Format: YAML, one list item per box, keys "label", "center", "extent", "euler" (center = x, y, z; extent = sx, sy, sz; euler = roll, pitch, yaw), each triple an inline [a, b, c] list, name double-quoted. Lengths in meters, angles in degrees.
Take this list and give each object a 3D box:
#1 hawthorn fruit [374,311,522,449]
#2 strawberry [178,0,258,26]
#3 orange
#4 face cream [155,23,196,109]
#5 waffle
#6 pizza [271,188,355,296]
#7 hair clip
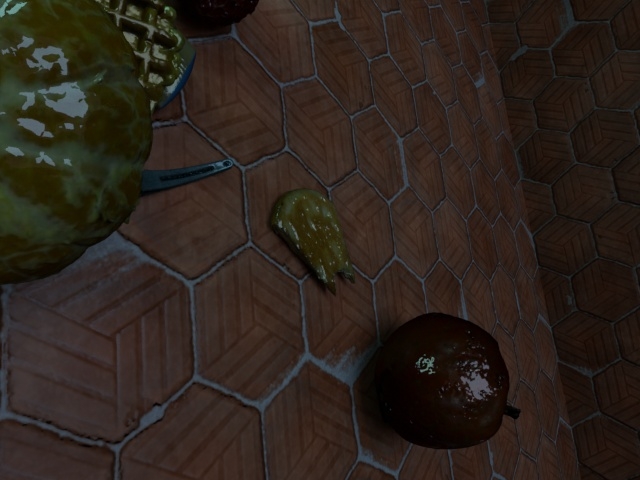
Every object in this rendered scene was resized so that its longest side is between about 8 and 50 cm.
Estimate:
- label: "hawthorn fruit"
  center: [0.268, 0.302, 0.956]
  extent: [0.315, 0.315, 0.316]
  euler: [17, 66, -44]
- label: "strawberry"
  center: [-0.161, -0.539, 0.758]
  extent: [0.274, 0.220, 0.275]
  euler: [0, 90, -65]
- label: "orange"
  center: [-0.336, -0.116, 0.416]
  extent: [0.329, 0.249, 0.330]
  euler: [-3, 99, -22]
- label: "face cream"
  center: [-0.316, -0.355, 0.669]
  extent: [0.285, 0.067, 0.139]
  euler: [48, 53, -26]
- label: "waffle"
  center: [-0.334, -0.283, 0.576]
  extent: [0.281, 0.058, 0.301]
  euler: [35, 71, -31]
- label: "pizza"
  center: [0.000, 0.000, 0.932]
  extent: [0.262, 0.034, 0.181]
  euler: [57, 44, -18]
- label: "hair clip"
  center: [-0.232, -0.110, 0.705]
  extent: [0.229, 0.070, 0.039]
  euler: [-32, 99, -55]
